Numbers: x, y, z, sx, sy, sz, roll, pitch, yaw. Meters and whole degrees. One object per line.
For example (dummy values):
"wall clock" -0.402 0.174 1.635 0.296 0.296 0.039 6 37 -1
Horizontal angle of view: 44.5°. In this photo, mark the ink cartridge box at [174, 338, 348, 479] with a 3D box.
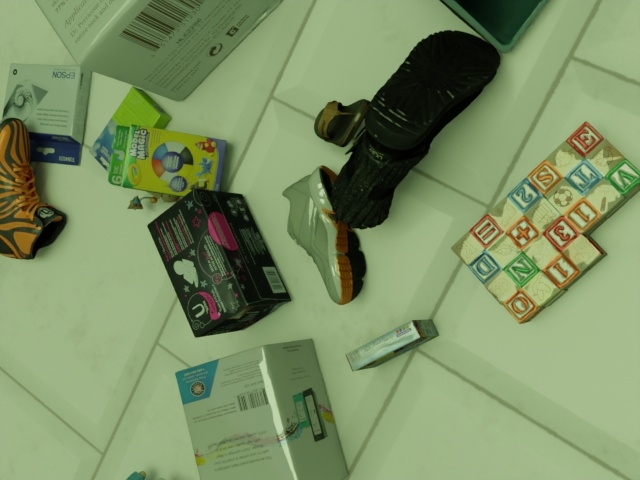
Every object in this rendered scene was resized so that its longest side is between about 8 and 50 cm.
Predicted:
"ink cartridge box" -0.104 0.339 1.425 0.198 0.197 0.269 -19 79 23

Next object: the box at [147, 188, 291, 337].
"box" -0.194 0.044 1.503 0.142 0.163 0.247 -32 74 25

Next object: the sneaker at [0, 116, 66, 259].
"sneaker" -0.655 -0.108 1.761 0.180 0.125 0.320 16 110 20

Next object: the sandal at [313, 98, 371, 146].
"sandal" 0.024 -0.221 1.401 0.089 0.060 0.219 -64 22 2

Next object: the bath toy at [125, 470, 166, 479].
"bath toy" -0.262 0.582 1.530 0.349 0.129 0.151 12 127 26

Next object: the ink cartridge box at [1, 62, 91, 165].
"ink cartridge box" -0.636 -0.292 1.795 0.224 0.045 0.223 7 91 25

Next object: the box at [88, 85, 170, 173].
"box" -0.413 -0.228 1.687 0.109 0.042 0.178 44 106 21

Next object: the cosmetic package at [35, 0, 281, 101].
"cosmetic package" -0.352 -0.546 1.517 0.329 0.327 0.393 -40 73 18

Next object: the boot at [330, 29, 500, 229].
"boot" 0.155 -0.195 1.355 0.131 0.348 0.260 40 146 15

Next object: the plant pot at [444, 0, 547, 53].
"plant pot" 0.245 -0.509 1.285 0.247 0.248 0.252 -53 52 14

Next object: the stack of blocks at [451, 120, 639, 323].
"stack of blocks" 0.384 -0.025 1.270 0.297 0.087 0.171 -46 70 16

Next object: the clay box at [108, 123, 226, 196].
"clay box" -0.307 -0.156 1.564 0.222 0.053 0.127 8 91 -11

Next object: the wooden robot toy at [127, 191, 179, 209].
"wooden robot toy" -0.327 -0.116 1.639 0.079 0.076 0.173 35 94 -21

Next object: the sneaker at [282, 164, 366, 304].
"sneaker" 0.000 0.000 1.460 0.121 0.099 0.262 -22 71 31

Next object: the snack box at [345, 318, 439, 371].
"snack box" 0.127 0.184 1.376 0.141 0.100 0.037 -30 74 22
